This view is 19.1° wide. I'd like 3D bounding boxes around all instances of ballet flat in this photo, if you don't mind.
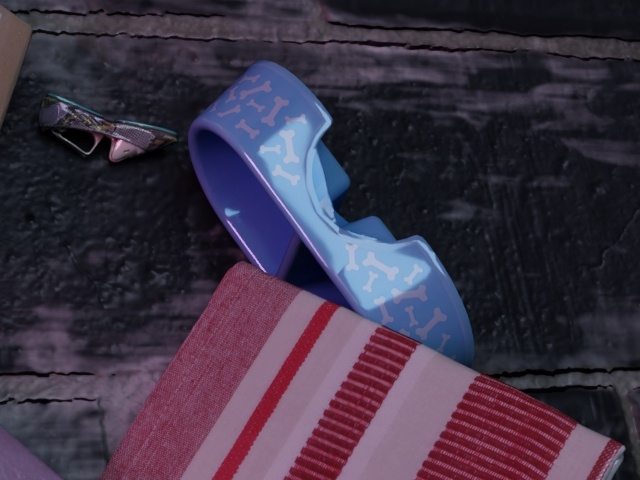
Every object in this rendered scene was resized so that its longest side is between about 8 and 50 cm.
[{"bbox_3d":[-0.173,-0.084,1.531,0.114,0.041,0.041,17,58,-12],"label":"ballet flat"}]

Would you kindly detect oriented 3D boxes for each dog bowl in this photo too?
[{"bbox_3d":[0.000,0.000,1.480,0.074,0.166,0.297,-31,77,-20],"label":"dog bowl"}]

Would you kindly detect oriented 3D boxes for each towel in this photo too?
[{"bbox_3d":[0.016,0.174,1.333,0.329,0.037,0.237,25,73,25],"label":"towel"}]

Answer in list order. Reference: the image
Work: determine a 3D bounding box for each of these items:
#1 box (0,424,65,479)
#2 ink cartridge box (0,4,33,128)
[{"bbox_3d":[-0.281,0.194,1.265,0.247,0.142,0.163,40,55,4],"label":"box"},{"bbox_3d":[-0.345,-0.141,1.400,0.234,0.088,0.193,35,40,-25],"label":"ink cartridge box"}]
